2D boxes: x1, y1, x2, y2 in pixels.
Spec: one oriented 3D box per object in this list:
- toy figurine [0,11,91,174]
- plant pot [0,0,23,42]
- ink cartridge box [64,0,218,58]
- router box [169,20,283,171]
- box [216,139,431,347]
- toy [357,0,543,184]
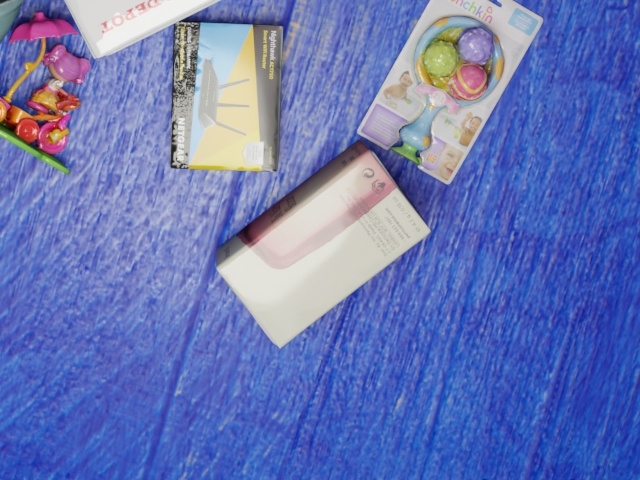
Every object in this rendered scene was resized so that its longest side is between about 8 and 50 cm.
[{"bbox_3d":[-0.332,-0.186,1.890,0.173,0.130,0.159,32,87,-30],"label":"toy figurine"},{"bbox_3d":[-0.489,-0.267,1.790,0.293,0.293,0.196,22,123,-7],"label":"plant pot"},{"bbox_3d":[-0.226,-0.372,1.810,0.198,0.197,0.270,-26,100,0],"label":"ink cartridge box"},{"bbox_3d":[-0.115,-0.176,1.928,0.133,0.046,0.179,1,99,-4],"label":"router box"},{"bbox_3d":[0.000,0.000,1.915,0.232,0.148,0.127,-37,99,2],"label":"box"},{"bbox_3d":[0.162,-0.200,1.939,0.137,0.056,0.237,29,97,-10],"label":"toy"}]
